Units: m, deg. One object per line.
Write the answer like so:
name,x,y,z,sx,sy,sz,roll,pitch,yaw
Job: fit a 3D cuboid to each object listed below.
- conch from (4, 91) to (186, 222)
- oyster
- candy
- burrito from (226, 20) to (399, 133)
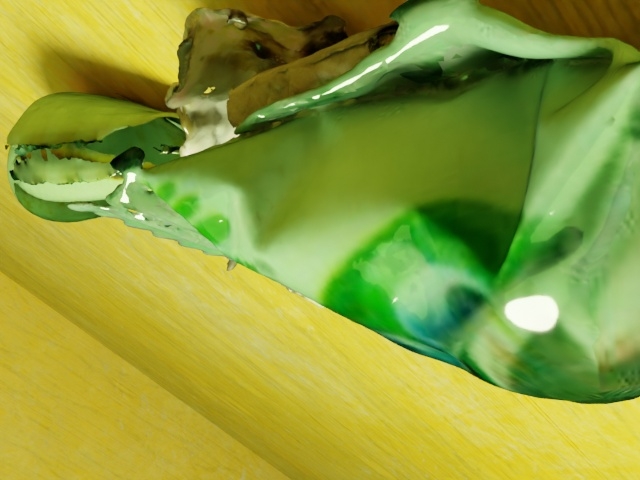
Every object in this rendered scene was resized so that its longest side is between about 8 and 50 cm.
conch,-0.219,-0.083,0.786,0.250,0.137,0.143,6,146,47
oyster,-0.015,-0.060,0.652,0.201,0.107,0.355,7,142,6
candy,0.054,0.003,0.477,0.397,0.172,0.263,-6,150,39
burrito,0.011,-0.100,0.488,0.149,0.055,0.041,-16,97,21
